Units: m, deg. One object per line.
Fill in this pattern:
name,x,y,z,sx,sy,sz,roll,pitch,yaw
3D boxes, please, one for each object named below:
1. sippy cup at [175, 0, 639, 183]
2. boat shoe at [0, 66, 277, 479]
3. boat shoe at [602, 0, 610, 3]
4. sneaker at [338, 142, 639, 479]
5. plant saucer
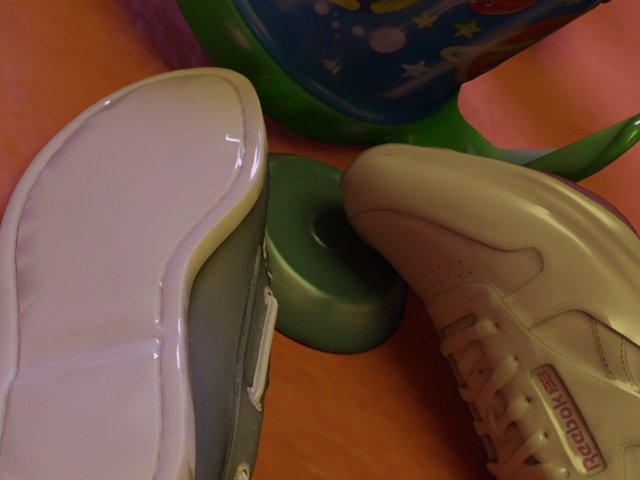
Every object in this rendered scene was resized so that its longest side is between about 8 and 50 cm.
sippy cup,0.069,-0.188,0.954,0.305,0.224,0.240,33,53,-35
boat shoe,-0.075,0.044,0.813,0.319,0.116,0.099,-85,163,-50
boat shoe,0.105,-0.237,1.168,0.233,0.084,0.079,47,2,13
sneaker,0.119,0.075,0.898,0.305,0.114,0.152,40,70,0
plant saucer,0.000,0.000,0.944,0.119,0.021,0.119,23,45,-25
